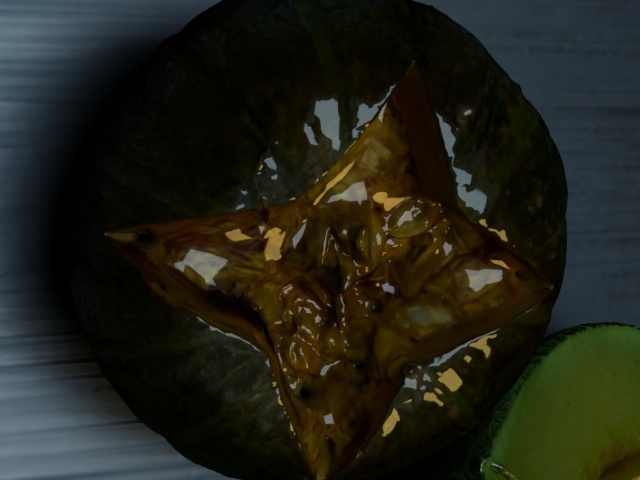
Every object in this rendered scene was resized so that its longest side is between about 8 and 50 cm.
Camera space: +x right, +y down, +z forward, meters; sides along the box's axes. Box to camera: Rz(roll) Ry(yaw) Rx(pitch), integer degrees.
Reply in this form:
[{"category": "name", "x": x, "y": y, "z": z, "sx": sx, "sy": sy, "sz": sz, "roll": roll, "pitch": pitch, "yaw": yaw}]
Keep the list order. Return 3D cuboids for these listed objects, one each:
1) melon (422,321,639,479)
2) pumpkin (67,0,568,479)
[{"category": "melon", "x": 0.143, "y": 0.150, "z": 1.009, "sx": 0.265, "sy": 0.129, "sz": 0.169, "roll": 42, "pitch": 49, "yaw": -24}, {"category": "pumpkin", "x": 0.000, "y": -0.002, "z": 0.883, "sx": 0.238, "sy": 0.159, "sz": 0.238, "roll": -6, "pitch": 113, "yaw": -14}]
